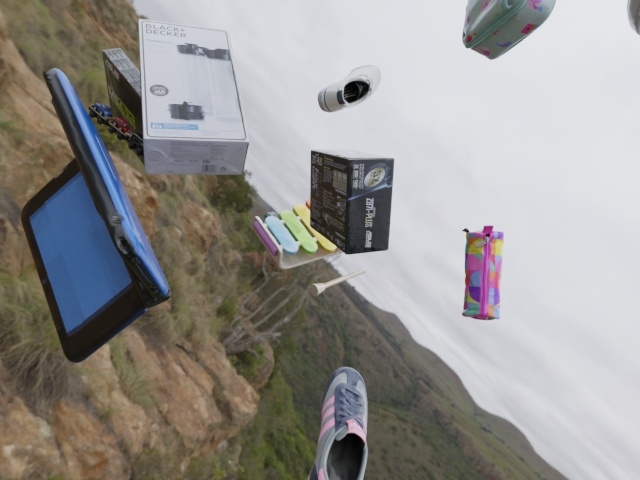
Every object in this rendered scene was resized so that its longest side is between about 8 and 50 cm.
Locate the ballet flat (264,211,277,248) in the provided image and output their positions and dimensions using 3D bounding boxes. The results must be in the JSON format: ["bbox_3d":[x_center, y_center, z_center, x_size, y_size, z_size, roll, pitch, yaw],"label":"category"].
[{"bbox_3d":[-0.129,-0.026,1.109,0.041,0.041,0.115,41,-43,47],"label":"ballet flat"}]

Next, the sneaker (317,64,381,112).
[{"bbox_3d":[0.105,-0.411,1.116,0.091,0.258,0.094,12,-47,41],"label":"sneaker"}]

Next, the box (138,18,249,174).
[{"bbox_3d":[-0.234,-0.258,0.735,0.087,0.168,0.290,120,-37,-55],"label":"box"}]

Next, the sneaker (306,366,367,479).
[{"bbox_3d":[0.056,0.365,0.793,0.112,0.131,0.319,23,37,-7],"label":"sneaker"}]

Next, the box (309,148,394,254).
[{"bbox_3d":[0.045,-0.074,0.697,0.180,0.077,0.148,-142,-130,-65],"label":"box"}]

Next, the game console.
[{"bbox_3d":[-0.339,-0.022,0.546,0.293,0.173,0.250,57,-20,20],"label":"game console"}]

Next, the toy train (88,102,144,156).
[{"bbox_3d":[-0.390,-0.219,0.799,0.158,0.036,0.027,38,16,7],"label":"toy train"}]

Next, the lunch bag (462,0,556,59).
[{"bbox_3d":[0.429,-0.577,0.910,0.107,0.280,0.224,14,-9,-14],"label":"lunch bag"}]

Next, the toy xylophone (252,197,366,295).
[{"bbox_3d":[0.000,0.000,1.007,0.236,0.322,0.081,45,-47,20],"label":"toy xylophone"}]

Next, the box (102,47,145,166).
[{"bbox_3d":[-0.396,-0.274,0.881,0.191,0.045,0.184,49,-34,18],"label":"box"}]

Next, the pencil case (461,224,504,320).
[{"bbox_3d":[0.411,0.083,1.041,0.104,0.237,0.104,2,-3,0],"label":"pencil case"}]

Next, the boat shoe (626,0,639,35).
[{"bbox_3d":[0.699,-0.495,0.848,0.334,0.121,0.119,-1,64,-43],"label":"boat shoe"}]
